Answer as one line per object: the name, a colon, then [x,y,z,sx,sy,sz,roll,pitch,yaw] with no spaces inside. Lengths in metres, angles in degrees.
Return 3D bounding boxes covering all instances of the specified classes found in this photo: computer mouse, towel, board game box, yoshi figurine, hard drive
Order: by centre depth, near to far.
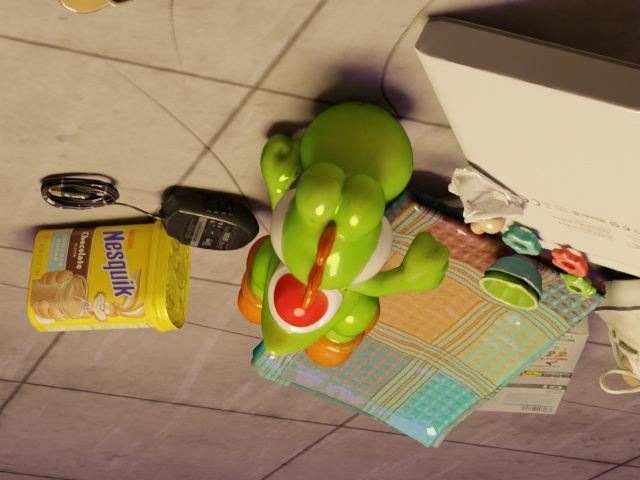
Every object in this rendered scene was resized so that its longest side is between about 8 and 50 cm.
hard drive: [0.239,-0.073,1.643,0.233,0.047,0.353,18,161,27]
yoshi figurine: [0.020,-0.018,1.771,0.203,0.203,0.362,-14,161,-14]
computer mouse: [-0.184,-0.039,1.910,0.242,0.041,0.071,14,146,-12]
towel: [0.113,0.101,1.999,0.271,0.040,0.370,25,138,-17]
board game box: [0.203,0.124,2.190,0.224,0.097,0.303,2,158,0]

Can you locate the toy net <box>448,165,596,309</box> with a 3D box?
toy net: [0.195,0.005,1.773,0.122,0.045,0.232,16,159,34]

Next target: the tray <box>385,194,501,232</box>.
tray: [0.178,-0.022,1.930,0.270,0.030,0.145,-9,154,23]

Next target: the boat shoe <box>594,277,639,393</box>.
boat shoe: [0.383,0.119,1.972,0.136,0.156,0.367,-3,178,3]

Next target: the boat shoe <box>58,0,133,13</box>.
boat shoe: [-0.169,-0.221,1.419,0.068,0.072,0.190,13,155,-25]

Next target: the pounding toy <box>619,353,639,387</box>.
pounding toy: [0.496,0.172,2.113,0.237,0.110,0.183,-18,-151,-25]

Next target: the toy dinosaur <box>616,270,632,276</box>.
toy dinosaur: [0.385,-0.042,1.804,0.160,0.121,0.313,31,161,-20]

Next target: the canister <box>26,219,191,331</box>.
canister: [-0.240,0.042,1.984,0.170,0.126,0.073,-3,157,15]
